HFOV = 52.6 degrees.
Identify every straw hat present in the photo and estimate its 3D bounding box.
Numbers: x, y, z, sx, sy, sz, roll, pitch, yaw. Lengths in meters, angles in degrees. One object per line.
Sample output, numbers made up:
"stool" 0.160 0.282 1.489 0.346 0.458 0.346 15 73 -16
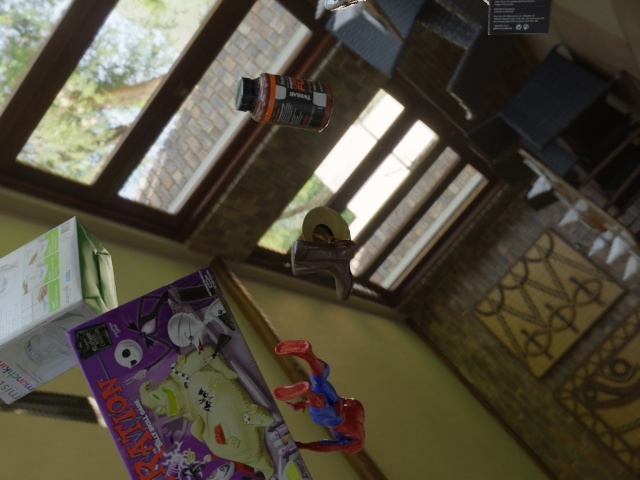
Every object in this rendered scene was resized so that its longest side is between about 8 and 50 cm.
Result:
"straw hat" 0.000 0.000 1.479 0.144 0.061 0.145 13 -115 -29

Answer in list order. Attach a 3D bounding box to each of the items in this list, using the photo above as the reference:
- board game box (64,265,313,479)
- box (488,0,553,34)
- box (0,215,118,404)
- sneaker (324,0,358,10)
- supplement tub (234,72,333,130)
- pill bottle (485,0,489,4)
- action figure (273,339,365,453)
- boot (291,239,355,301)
"board game box" -0.167 0.231 0.858 0.347 0.208 0.056 63 166 5
"box" 0.315 -0.417 0.993 0.093 0.158 0.156 6 -143 20
"box" -0.500 0.116 1.163 0.127 0.231 0.262 61 178 -40
"sneaker" 0.096 -0.456 1.032 0.095 0.236 0.105 -38 -69 -57
"supplement tub" -0.080 -0.297 1.378 0.197 0.106 0.106 5 -153 -22
"pill bottle" 0.317 -0.497 1.210 0.137 0.078 0.078 12 -151 -50
"action figure" -0.022 0.236 0.903 0.280 0.139 0.092 54 -149 -49
"boot" -0.001 0.049 0.999 0.114 0.106 0.037 -4 -169 -37
